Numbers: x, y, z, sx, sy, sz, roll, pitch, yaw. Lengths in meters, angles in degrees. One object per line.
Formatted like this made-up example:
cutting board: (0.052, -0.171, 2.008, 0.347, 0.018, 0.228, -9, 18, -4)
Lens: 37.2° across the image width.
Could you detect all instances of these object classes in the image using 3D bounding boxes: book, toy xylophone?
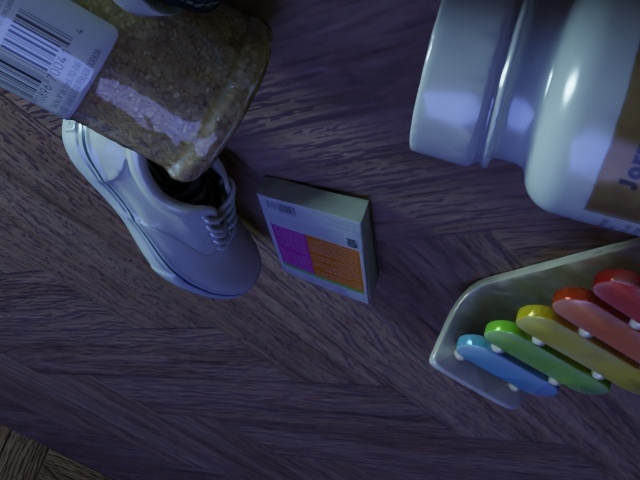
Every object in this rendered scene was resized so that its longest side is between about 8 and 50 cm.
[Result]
book: (0.000, 0.000, 0.860, 0.096, 0.035, 0.144, 16, 155, 15)
toy xylophone: (0.258, 0.086, 0.794, 0.236, 0.081, 0.323, 26, 154, -16)

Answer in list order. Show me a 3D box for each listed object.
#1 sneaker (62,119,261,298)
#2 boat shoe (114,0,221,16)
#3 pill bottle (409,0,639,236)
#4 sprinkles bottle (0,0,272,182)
sneaker: (-0.112, -0.025, 0.811, 0.091, 0.094, 0.258, 6, 152, 35)
boat shoe: (-0.084, -0.208, 0.385, 0.113, 0.127, 0.340, 8, 155, 19)
pill bottle: (0.169, -0.067, 0.485, 0.229, 0.131, 0.131, 15, 155, 8)
sprinkles bottle: (-0.206, -0.164, 0.565, 0.355, 0.121, 0.121, 28, 154, -18)
